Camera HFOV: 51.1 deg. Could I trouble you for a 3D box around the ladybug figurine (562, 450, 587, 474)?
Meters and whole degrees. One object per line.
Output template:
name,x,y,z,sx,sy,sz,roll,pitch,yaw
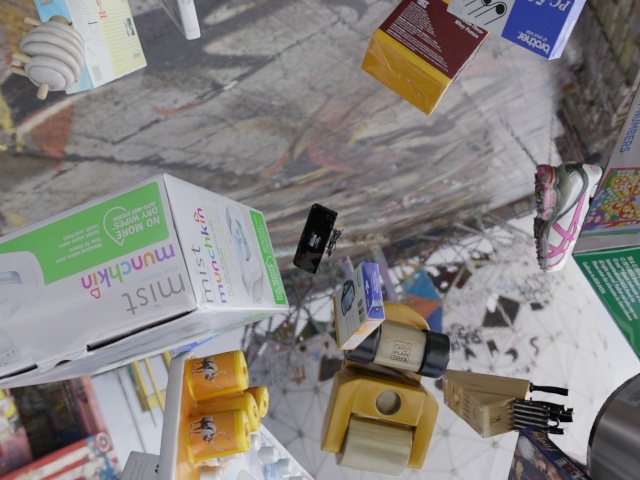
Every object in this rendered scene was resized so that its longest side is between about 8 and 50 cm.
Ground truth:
ladybug figurine,0.606,0.580,1.478,0.305,0.162,0.449,19,175,-4

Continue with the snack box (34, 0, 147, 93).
snack box,-0.431,-0.403,1.286,0.060,0.187,0.322,-10,-160,7

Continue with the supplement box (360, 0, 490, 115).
supplement box,0.229,-0.419,1.458,0.194,0.191,0.129,-52,175,-20

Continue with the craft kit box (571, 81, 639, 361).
craft kit box,0.280,0.006,0.455,0.061,0.250,0.246,-13,-145,46

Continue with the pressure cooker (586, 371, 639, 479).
pressure cooker,0.674,0.406,1.063,0.376,0.369,0.420,18,178,-7

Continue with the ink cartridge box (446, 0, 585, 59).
ink cartridge box,0.313,-0.383,1.091,0.046,0.207,0.097,-22,140,-43

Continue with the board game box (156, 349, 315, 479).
board game box,-0.013,0.330,0.480,0.050,0.390,0.390,-14,140,12

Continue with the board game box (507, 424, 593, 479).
board game box,0.423,0.499,1.271,0.042,0.243,0.165,-9,-151,-24

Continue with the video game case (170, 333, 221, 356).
video game case,-0.270,0.102,1.527,0.270,0.244,0.061,-27,-158,-6

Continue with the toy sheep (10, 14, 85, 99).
toy sheep,-0.362,-0.246,0.898,0.091,0.132,0.091,6,161,2

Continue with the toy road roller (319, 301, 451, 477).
toy road roller,0.124,0.291,1.387,0.203,0.329,0.240,14,-177,-6

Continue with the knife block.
knife block,0.458,0.382,1.615,0.242,0.088,0.276,-8,-165,-18

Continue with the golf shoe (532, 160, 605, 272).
golf shoe,0.311,-0.022,0.841,0.086,0.067,0.186,-3,142,12

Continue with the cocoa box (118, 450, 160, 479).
cocoa box,-0.241,0.550,1.035,0.231,0.228,0.347,12,-142,-1

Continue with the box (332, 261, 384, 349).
box,0.052,0.088,0.905,0.028,0.081,0.136,5,151,-19

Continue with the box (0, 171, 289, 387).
box,-0.197,0.054,0.659,0.262,0.126,0.231,-19,169,14

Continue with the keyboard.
keyboard,0.000,0.000,1.727,0.038,0.100,0.192,-41,155,-58

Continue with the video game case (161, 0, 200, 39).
video game case,-0.242,-0.445,1.048,0.026,0.206,0.227,-17,-145,-13
